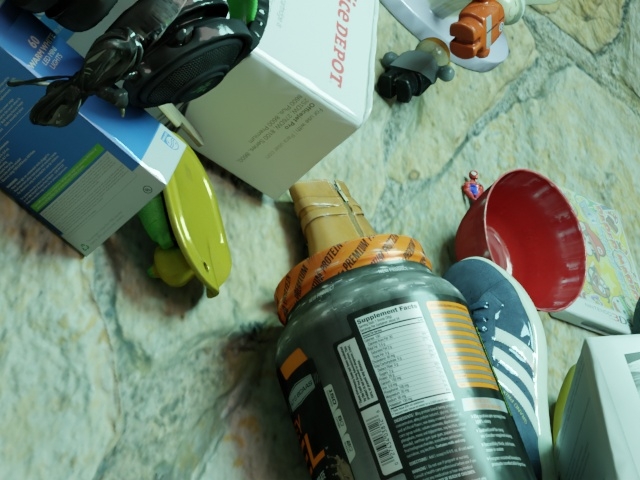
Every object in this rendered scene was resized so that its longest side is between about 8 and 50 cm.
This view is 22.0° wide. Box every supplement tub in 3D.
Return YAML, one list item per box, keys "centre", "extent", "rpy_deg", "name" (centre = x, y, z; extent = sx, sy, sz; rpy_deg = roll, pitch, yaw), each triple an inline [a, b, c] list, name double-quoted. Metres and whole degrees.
- centre: [0.080, 0.177, 1.613]
  extent: [0.207, 0.207, 0.338]
  rpy_deg: [8, 53, -45]
  name: "supplement tub"

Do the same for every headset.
- centre: [-0.161, -0.229, 1.485]
  extent: [0.243, 0.185, 0.394]
  rpy_deg: [41, 40, -15]
  name: "headset"

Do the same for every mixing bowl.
- centre: [0.231, 0.013, 2.012]
  extent: [0.181, 0.098, 0.181]
  rpy_deg: [17, 62, -37]
  name: "mixing bowl"

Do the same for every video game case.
- centre: [0.360, 0.027, 2.229]
  extent: [0.206, 0.026, 0.227]
  rpy_deg: [20, 45, -38]
  name: "video game case"

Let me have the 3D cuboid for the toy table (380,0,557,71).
- centre: [0.200, -0.373, 2.287]
  extent: [0.274, 0.161, 0.252]
  rpy_deg: [25, 43, -32]
  name: "toy table"

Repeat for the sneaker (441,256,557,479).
- centre: [0.164, 0.155, 1.794]
  extent: [0.148, 0.131, 0.350]
  rpy_deg: [25, 43, -40]
  name: "sneaker"

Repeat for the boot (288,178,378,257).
- centre: [0.000, 0.000, 1.803]
  extent: [0.197, 0.073, 0.152]
  rpy_deg: [8, 54, -61]
  name: "boot"

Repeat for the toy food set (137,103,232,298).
- centre: [-0.156, -0.035, 1.665]
  extent: [0.128, 0.071, 0.217]
  rpy_deg: [42, 29, -58]
  name: "toy food set"

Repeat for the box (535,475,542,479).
- centre: [0.218, 0.305, 1.623]
  extent: [0.029, 0.116, 0.162]
  rpy_deg: [8, 9, -25]
  name: "box"

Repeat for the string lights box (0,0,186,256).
- centre: [-0.270, -0.117, 1.537]
  extent: [0.260, 0.133, 0.076]
  rpy_deg: [41, 35, -16]
  name: "string lights box"

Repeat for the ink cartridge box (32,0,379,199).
- centre: [-0.139, -0.271, 1.793]
  extent: [0.395, 0.166, 0.285]
  rpy_deg: [33, 39, -23]
  name: "ink cartridge box"

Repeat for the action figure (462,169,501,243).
- centre: [0.207, -0.043, 2.116]
  extent: [0.038, 0.030, 0.115]
  rpy_deg: [15, 46, -34]
  name: "action figure"

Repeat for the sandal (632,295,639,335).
- centre: [0.483, 0.235, 2.048]
  extent: [0.107, 0.168, 0.445]
  rpy_deg: [19, 49, -43]
  name: "sandal"

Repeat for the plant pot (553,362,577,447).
- centre: [0.328, 0.223, 1.946]
  extent: [0.134, 0.134, 0.095]
  rpy_deg: [46, 60, -9]
  name: "plant pot"

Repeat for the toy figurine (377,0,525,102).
- centre: [0.129, -0.304, 2.097]
  extent: [0.213, 0.209, 0.148]
  rpy_deg: [49, 46, -4]
  name: "toy figurine"

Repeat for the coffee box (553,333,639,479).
- centre: [0.436, 0.317, 1.674]
  extent: [0.334, 0.337, 0.338]
  rpy_deg: [-4, 53, -5]
  name: "coffee box"
